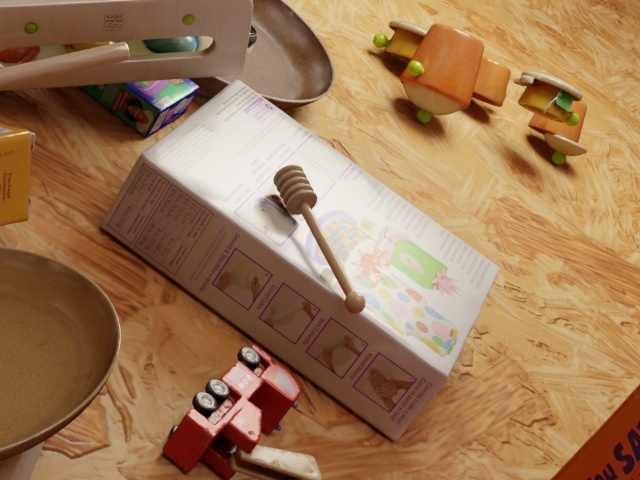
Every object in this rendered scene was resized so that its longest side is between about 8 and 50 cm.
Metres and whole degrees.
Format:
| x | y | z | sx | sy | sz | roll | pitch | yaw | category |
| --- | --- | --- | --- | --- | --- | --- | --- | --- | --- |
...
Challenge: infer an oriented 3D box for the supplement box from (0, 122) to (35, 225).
| x | y | z | sx | sy | sz | roll | pitch | yaw | category |
| --- | --- | --- | --- | --- | --- | --- | --- | --- | --- |
| -0.321 | -0.040 | 1.039 | 0.080 | 0.078 | 0.233 | 16 | 18 | 30 | supplement box |

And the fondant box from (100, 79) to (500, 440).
| x | y | z | sx | sy | sz | roll | pitch | yaw | category |
| --- | --- | --- | --- | --- | --- | --- | --- | --- | --- |
| -0.009 | 0.008 | 1.295 | 0.330 | 0.096 | 0.238 | 35 | 29 | 2 | fondant box |

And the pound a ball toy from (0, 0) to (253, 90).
| x | y | z | sx | sy | sz | roll | pitch | yaw | category |
| --- | --- | --- | --- | --- | --- | --- | --- | --- | --- |
| -0.225 | -0.178 | 1.274 | 0.319 | 0.136 | 0.208 | -7 | 49 | -20 | pound a ball toy |

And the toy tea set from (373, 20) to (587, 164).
| x | y | z | sx | sy | sz | roll | pitch | yaw | category |
| --- | --- | --- | --- | --- | --- | --- | --- | --- | --- |
| 0.225 | -0.181 | 1.844 | 0.336 | 0.124 | 0.200 | 23 | 1 | -15 | toy tea set |

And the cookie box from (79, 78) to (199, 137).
| x | y | z | sx | sy | sz | roll | pitch | yaw | category |
| --- | --- | --- | --- | --- | --- | --- | --- | --- | --- |
| -0.193 | -0.163 | 1.412 | 0.107 | 0.040 | 0.092 | 37 | 31 | 4 | cookie box |

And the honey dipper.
| x | y | z | sx | sy | sz | roll | pitch | yaw | category |
| --- | --- | --- | --- | --- | --- | --- | --- | --- | --- |
| 0.000 | 0.000 | 1.193 | 0.030 | 0.030 | 0.161 | 8 | 43 | -39 | honey dipper |

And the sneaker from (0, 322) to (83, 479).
| x | y | z | sx | sy | sz | roll | pitch | yaw | category |
| --- | --- | --- | --- | --- | --- | --- | --- | --- | --- |
| -0.221 | 0.096 | 0.971 | 0.094 | 0.080 | 0.212 | 19 | 29 | 2 | sneaker |

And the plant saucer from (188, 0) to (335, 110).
| x | y | z | sx | sy | sz | roll | pitch | yaw | category |
| --- | --- | --- | --- | --- | --- | --- | --- | --- | --- |
| -0.126 | -0.245 | 1.597 | 0.310 | 0.050 | 0.310 | 25 | 31 | -16 | plant saucer |

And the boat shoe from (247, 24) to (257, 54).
| x | y | z | sx | sy | sz | roll | pitch | yaw | category |
| --- | --- | --- | --- | --- | --- | --- | --- | --- | --- |
| -0.155 | -0.291 | 1.508 | 0.233 | 0.079 | 0.084 | 44 | 28 | 12 | boat shoe |

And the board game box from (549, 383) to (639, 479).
| x | y | z | sx | sy | sz | roll | pitch | yaw | category |
| --- | --- | --- | --- | --- | --- | --- | --- | --- | --- |
| 0.376 | 0.251 | 1.060 | 0.356 | 0.356 | 0.356 | 45 | 31 | 17 | board game box |

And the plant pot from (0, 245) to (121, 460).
| x | y | z | sx | sy | sz | roll | pitch | yaw | category |
| --- | --- | --- | --- | --- | --- | --- | --- | --- | --- |
| -0.250 | 0.080 | 0.913 | 0.236 | 0.032 | 0.236 | 1 | 33 | -1 | plant pot |

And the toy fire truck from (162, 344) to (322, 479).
| x | y | z | sx | sy | sz | roll | pitch | yaw | category |
| --- | --- | --- | --- | --- | --- | --- | --- | --- | --- |
| -0.046 | 0.167 | 1.066 | 0.135 | 0.047 | 0.192 | 38 | 28 | 5 | toy fire truck |
